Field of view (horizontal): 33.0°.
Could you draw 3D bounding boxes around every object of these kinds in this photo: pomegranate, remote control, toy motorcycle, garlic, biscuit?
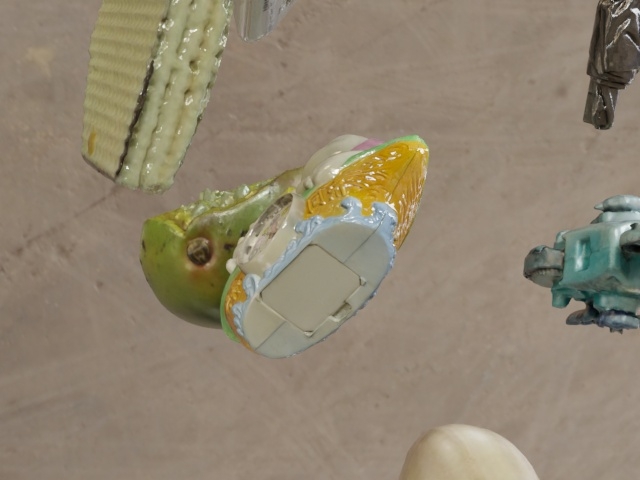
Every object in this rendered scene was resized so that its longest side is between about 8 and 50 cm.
[{"bbox_3d":[-0.100,0.023,1.668,0.310,0.216,0.358,-21,174,20],"label":"pomegranate"},{"bbox_3d":[-0.017,-0.348,1.199,0.109,0.055,0.313,101,17,-52],"label":"remote control"},{"bbox_3d":[0.361,0.032,1.206,0.206,0.260,0.154,16,74,-23],"label":"toy motorcycle"},{"bbox_3d":[0.092,0.247,0.814,0.110,0.228,0.217,16,84,-21],"label":"garlic"},{"bbox_3d":[-0.074,-0.154,0.587,0.052,0.150,0.252,16,94,-24],"label":"biscuit"}]

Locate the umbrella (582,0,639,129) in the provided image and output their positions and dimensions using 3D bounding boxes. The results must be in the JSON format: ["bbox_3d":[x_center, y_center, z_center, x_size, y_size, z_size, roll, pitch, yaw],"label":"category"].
[{"bbox_3d":[0.310,-0.228,1.097,0.066,0.059,0.235,4,103,-19],"label":"umbrella"}]

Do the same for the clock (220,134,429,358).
[{"bbox_3d":[0.000,0.000,0.864,0.103,0.144,0.231,39,112,-20],"label":"clock"}]
